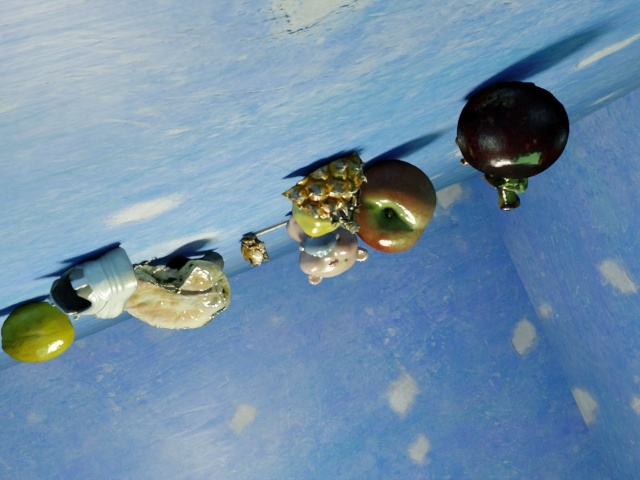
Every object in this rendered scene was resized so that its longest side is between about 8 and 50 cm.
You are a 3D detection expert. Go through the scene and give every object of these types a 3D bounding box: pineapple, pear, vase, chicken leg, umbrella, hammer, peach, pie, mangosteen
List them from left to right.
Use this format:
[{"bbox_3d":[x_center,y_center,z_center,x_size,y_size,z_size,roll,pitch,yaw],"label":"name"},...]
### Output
[{"bbox_3d":[-0.693,0.224,1.457,0.162,0.149,0.149,-9,169,-31],"label":"pear"},{"bbox_3d":[-0.486,0.067,1.557,0.122,0.013,0.022,-23,-162,-20],"label":"umbrella"},{"bbox_3d":[-0.420,0.153,1.697,0.337,0.075,0.337,-5,141,-4],"label":"pie"},{"bbox_3d":[-0.380,0.085,1.857,0.115,0.115,0.237,-24,-179,16],"label":"vase"},{"bbox_3d":[-0.226,0.028,1.997,0.085,0.101,0.207,-22,168,-6],"label":"chicken leg"},{"bbox_3d":[-0.129,-0.054,1.965,0.195,0.028,0.060,-22,170,1],"label":"hammer"},{"bbox_3d":[0.054,-0.105,1.329,0.140,0.164,0.250,-36,166,37],"label":"pineapple"},{"bbox_3d":[0.192,-0.098,1.619,0.252,0.252,0.252,-23,177,-1],"label":"peach"},{"bbox_3d":[0.407,-0.192,1.265,0.231,0.289,0.231,-6,-159,3],"label":"mangosteen"}]

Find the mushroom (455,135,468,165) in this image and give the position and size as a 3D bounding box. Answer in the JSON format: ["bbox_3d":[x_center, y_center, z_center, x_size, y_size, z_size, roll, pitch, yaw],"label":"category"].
[{"bbox_3d":[0.418,-0.276,1.699,0.088,0.073,0.129,-42,159,-54],"label":"mushroom"}]

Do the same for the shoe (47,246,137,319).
[{"bbox_3d":[-0.511,0.115,1.290,0.159,0.124,0.316,-21,170,-39],"label":"shoe"}]

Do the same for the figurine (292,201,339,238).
[{"bbox_3d":[0.001,-0.086,1.578,0.156,0.131,0.246,13,159,-4],"label":"figurine"}]

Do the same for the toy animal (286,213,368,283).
[{"bbox_3d":[0.001,-0.005,1.880,0.210,0.221,0.229,-31,146,9],"label":"toy animal"}]
